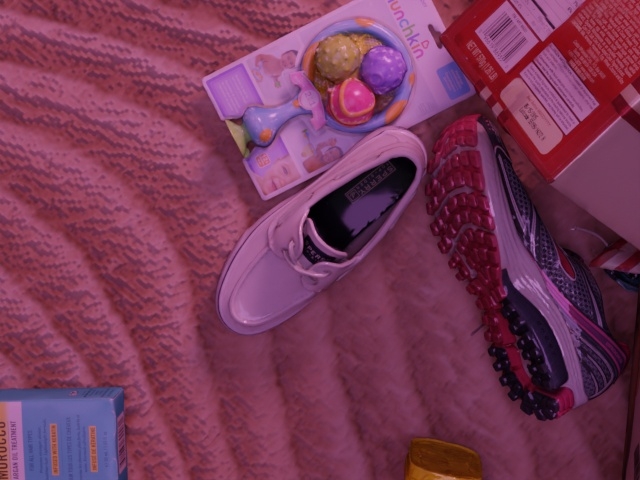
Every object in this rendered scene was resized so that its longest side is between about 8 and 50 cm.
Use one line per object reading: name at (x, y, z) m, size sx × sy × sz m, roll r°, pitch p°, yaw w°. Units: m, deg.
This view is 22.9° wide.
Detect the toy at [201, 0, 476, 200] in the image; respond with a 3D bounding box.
toy at (0.017, -0.149, 1.529) m, size 0.237 × 0.056 × 0.137 m, roll -27°, pitch 95°, yaw 5°

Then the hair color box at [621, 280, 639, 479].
hair color box at (0.333, 0.210, 1.436) m, size 0.110 × 0.185 × 0.338 m, roll 6°, pitch 92°, yaw 6°

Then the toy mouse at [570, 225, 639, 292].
toy mouse at (0.314, -0.008, 1.538) m, size 0.143 × 0.031 × 0.161 m, roll 1°, pitch 96°, yaw 3°

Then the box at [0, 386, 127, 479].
box at (-0.320, 0.202, 1.580) m, size 0.244 × 0.060 × 0.100 m, roll -2°, pitch 95°, yaw 3°

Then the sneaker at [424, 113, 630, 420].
sneaker at (0.194, 0.019, 1.518) m, size 0.112 × 0.121 × 0.299 m, roll -23°, pitch 94°, yaw -24°

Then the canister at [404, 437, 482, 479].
canister at (0.104, 0.291, 1.534) m, size 0.073 × 0.126 × 0.170 m, roll 12°, pitch 98°, yaw 2°

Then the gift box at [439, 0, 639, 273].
gift box at (0.276, -0.130, 1.375) m, size 0.276 × 0.255 × 0.258 m, roll -42°, pitch 135°, yaw 20°

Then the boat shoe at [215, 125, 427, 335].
boat shoe at (0.000, 0.000, 1.518) m, size 0.267 × 0.088 × 0.096 m, roll -39°, pitch 102°, yaw 11°
